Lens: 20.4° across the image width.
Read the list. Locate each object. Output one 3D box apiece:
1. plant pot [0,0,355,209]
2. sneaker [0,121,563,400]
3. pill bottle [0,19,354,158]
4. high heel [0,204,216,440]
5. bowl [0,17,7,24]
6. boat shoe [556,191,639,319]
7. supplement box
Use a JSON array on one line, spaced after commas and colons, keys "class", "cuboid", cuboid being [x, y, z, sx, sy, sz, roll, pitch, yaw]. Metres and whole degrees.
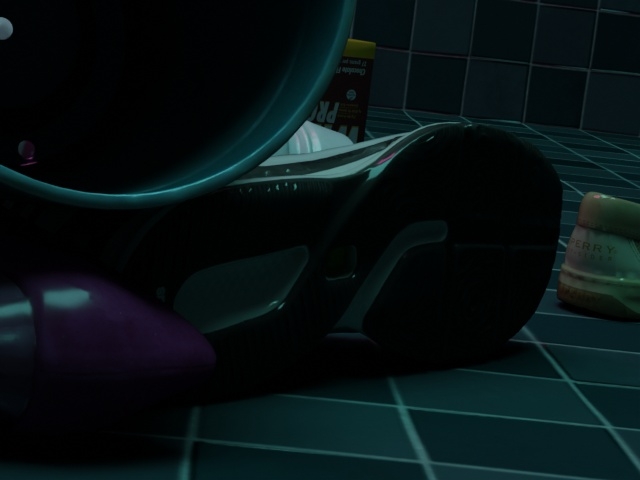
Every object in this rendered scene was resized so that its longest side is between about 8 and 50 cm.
[{"class": "plant pot", "cuboid": [-0.155, -0.138, 1.005, 0.272, 0.271, 0.255, 3, -7, -24]}, {"class": "sneaker", "cuboid": [-0.043, -0.016, 1.207, 0.257, 0.169, 0.447, 16, 15, 40]}, {"class": "pill bottle", "cuboid": [-0.123, -0.054, 1.343, 0.283, 0.160, 0.160, 15, 4, -24]}, {"class": "high heel", "cuboid": [-0.203, 0.024, 1.023, 0.181, 0.127, 0.377, 5, 17, -25]}, {"class": "bowl", "cuboid": [-0.387, -0.158, 1.603, 0.298, 0.134, 0.298, -22, 5, 2]}, {"class": "boat shoe", "cuboid": [0.341, 0.003, 1.582, 0.122, 0.110, 0.341, 14, 11, 40]}, {"class": "supplement box", "cuboid": [-0.050, -0.135, 1.937, 0.129, 0.191, 0.194, 2, 10, -27]}]
